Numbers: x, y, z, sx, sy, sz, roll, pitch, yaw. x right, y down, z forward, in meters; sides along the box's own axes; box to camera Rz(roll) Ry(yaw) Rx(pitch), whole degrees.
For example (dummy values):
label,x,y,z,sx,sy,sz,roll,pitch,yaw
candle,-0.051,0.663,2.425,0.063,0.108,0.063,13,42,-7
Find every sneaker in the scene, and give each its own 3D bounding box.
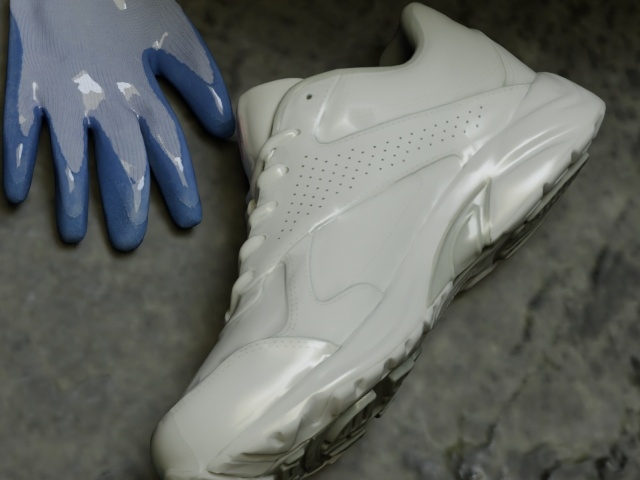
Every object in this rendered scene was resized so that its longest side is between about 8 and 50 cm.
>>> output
label,x,y,z,sx,sy,sz,roll,pitch,yaw
sneaker,0.000,0.000,0.722,0.115,0.090,0.232,38,57,8

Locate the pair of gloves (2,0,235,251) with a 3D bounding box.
label,x,y,z,sx,sy,sz,roll,pitch,yaw
pair of gloves,-0.135,-0.063,0.735,0.198,0.023,0.159,-10,72,-19
